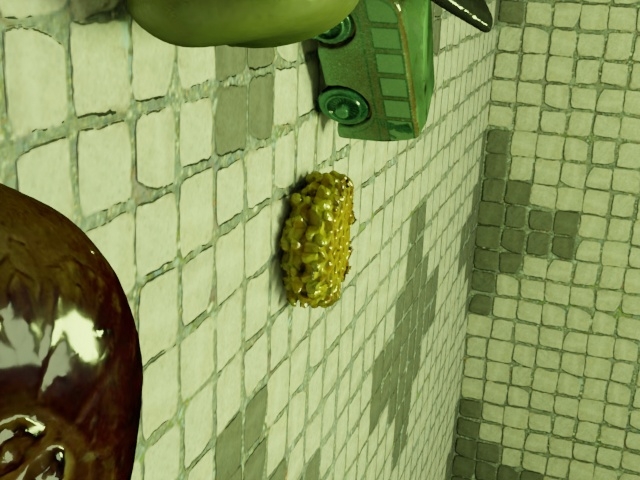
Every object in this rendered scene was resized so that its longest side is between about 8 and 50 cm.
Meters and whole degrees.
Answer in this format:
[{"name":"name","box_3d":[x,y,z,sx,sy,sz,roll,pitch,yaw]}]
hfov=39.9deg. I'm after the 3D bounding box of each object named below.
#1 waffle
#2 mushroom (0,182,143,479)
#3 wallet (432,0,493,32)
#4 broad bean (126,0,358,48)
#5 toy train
[{"name":"waffle","box_3d":[0.000,0.000,1.222,0.197,0.070,0.193,16,82,-75]},{"name":"mushroom","box_3d":[-0.200,0.112,0.470,0.278,0.163,0.296,-12,108,-71]},{"name":"wallet","box_3d":[0.062,-0.330,0.930,0.321,0.170,0.044,13,128,-45]},{"name":"broad bean","box_3d":[-0.058,-0.207,0.736,0.263,0.189,0.121,-76,164,-64]},{"name":"toy train","box_3d":[0.066,-0.266,1.155,0.326,0.159,0.129,73,29,-52]}]
